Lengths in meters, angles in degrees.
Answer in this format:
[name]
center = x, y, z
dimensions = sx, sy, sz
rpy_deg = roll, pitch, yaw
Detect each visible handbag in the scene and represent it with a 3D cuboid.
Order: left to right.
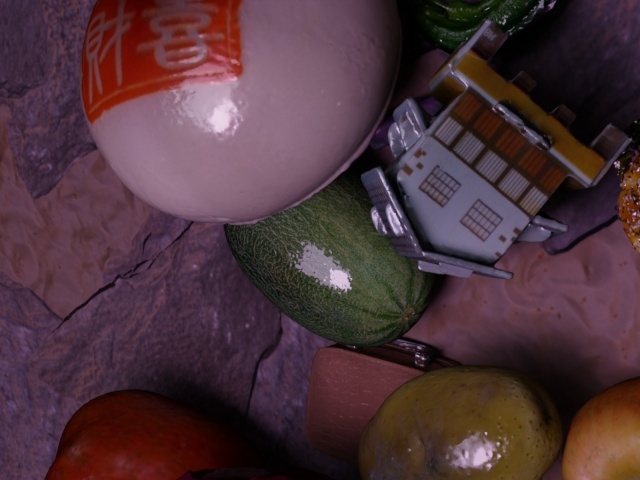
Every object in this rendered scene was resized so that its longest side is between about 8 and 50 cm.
[handbag]
center = 0.076, 0.187, 1.754
dimensions = 0.193, 0.072, 0.151
rpy_deg = 10, 105, 37

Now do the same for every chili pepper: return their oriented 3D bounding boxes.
[chili pepper]
center = 0.198, -0.262, 1.579
dimensions = 0.279, 0.065, 0.122
rpy_deg = -28, 86, 41

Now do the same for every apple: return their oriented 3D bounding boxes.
[apple]
center = 0.356, 0.236, 1.497
dimensions = 0.235, 0.173, 0.210
rpy_deg = 54, 129, 27

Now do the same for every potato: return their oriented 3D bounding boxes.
[potato]
center = 0.142, 0.214, 1.574
dimensions = 0.248, 0.143, 0.169
rpy_deg = -26, 75, 44

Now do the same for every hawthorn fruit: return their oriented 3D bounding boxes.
[hawthorn fruit]
center = -0.203, 0.326, 1.864
dimensions = 0.311, 0.295, 0.295
rpy_deg = -16, 89, 32

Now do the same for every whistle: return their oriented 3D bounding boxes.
[whistle]
center = 0.120, -0.142, 1.681
dimensions = 0.176, 0.033, 0.033
rpy_deg = -24, 84, 38

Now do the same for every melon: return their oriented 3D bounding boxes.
[melon]
center = 0.000, 0.000, 1.705
dimensions = 0.287, 0.182, 0.182
rpy_deg = 41, 120, 22

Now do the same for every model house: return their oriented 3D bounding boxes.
[model house]
center = 0.152, -0.070, 1.502
dimensions = 0.198, 0.224, 0.215
rpy_deg = 42, 88, -3

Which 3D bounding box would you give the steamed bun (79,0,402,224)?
[steamed bun]
center = -0.103, -0.209, 1.624
dimensions = 0.374, 0.241, 0.374
rpy_deg = -17, 56, 26

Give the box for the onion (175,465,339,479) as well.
[onion]
center = -0.023, 0.437, 1.648
dimensions = 0.398, 0.420, 0.398
rpy_deg = -6, 77, 27

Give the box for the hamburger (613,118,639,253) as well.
[hamburger]
center = 0.356, -0.042, 1.487
dimensions = 0.164, 0.093, 0.189
rpy_deg = -47, 69, 34
